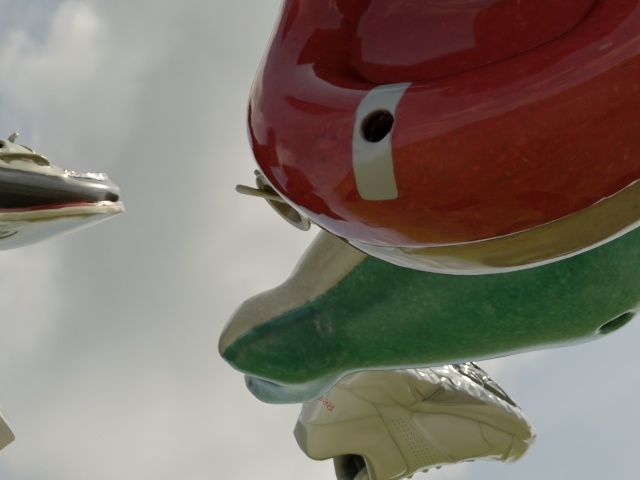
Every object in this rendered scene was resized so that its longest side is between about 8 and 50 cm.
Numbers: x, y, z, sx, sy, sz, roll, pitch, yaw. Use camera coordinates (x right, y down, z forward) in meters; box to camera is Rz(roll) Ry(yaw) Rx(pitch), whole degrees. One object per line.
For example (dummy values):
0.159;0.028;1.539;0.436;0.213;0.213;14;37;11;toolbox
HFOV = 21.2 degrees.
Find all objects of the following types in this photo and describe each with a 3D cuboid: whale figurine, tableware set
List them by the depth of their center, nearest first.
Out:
0.080;0.019;0.935;0.272;0.141;0.216;-34;-20;-5;whale figurine
0.000;0.000;1.705;0.039;0.194;0.128;-44;4;-16;tableware set

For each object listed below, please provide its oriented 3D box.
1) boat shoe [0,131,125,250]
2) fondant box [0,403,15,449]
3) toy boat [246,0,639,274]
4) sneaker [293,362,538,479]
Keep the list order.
-0.120;-0.020;0.610;0.049;0.043;0.137;-23;-9;31;boat shoe
-0.400;0.071;1.156;0.238;0.096;0.330;-37;-65;-8;fondant box
0.041;-0.110;0.471;0.151;0.231;0.151;-3;-25;35;toy boat
0.060;0.131;1.215;0.232;0.090;0.115;24;-74;-44;sneaker
